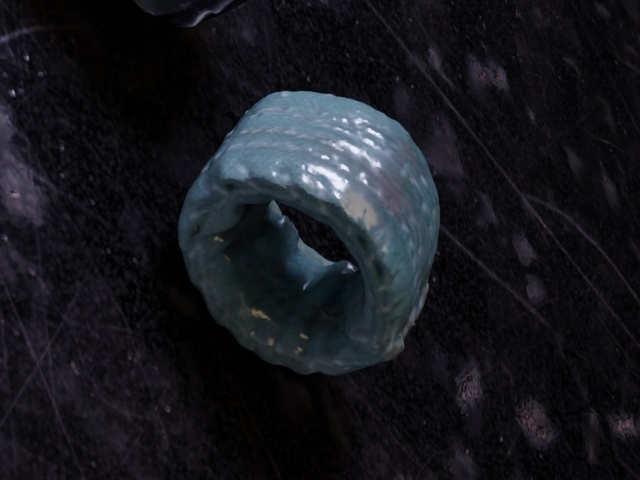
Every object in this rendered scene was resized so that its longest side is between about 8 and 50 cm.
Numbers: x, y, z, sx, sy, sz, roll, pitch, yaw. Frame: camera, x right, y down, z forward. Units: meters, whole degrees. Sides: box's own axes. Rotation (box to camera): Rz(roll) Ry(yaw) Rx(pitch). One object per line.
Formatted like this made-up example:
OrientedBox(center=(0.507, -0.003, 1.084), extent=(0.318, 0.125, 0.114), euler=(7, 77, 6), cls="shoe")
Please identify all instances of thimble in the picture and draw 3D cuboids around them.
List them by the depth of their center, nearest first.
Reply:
OrientedBox(center=(0.000, 0.000, 1.277), extent=(0.235, 0.198, 0.143), euler=(49, 37, -16), cls="thimble")

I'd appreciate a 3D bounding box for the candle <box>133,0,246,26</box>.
OrientedBox(center=(-0.158, -0.352, 1.253), extent=(0.342, 0.221, 0.221), euler=(46, 37, -28), cls="candle")
